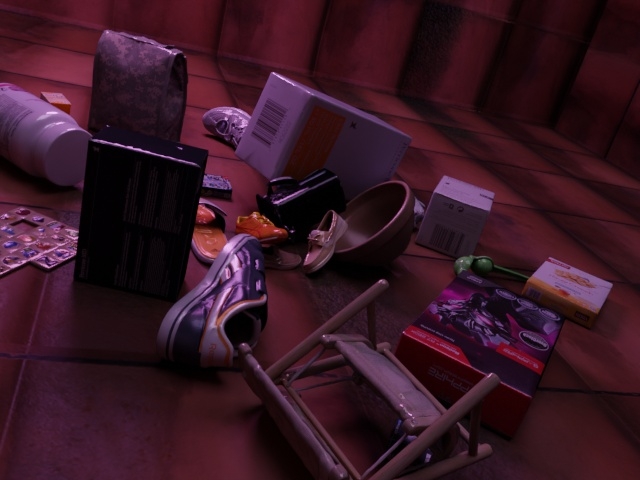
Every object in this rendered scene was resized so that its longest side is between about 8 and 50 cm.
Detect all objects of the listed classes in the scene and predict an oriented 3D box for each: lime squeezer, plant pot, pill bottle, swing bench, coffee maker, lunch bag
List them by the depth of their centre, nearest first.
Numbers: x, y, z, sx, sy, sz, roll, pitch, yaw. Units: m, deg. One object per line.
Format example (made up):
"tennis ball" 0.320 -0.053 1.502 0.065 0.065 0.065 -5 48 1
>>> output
"swing bench" 0.059 0.220 0.884 0.254 0.165 0.253 -24 41 -21
"plant pot" 0.126 -0.018 1.471 0.110 0.237 0.237 52 12 -23
"pill bottle" -0.648 -0.237 1.472 0.283 0.160 0.160 29 27 27
"coffee maker" -0.032 -0.075 1.494 0.178 0.120 0.171 -27 56 -18
"lime squeezer" 0.388 0.076 1.553 0.310 0.059 0.110 -7 32 -43
"lunch bag" -0.504 -0.428 1.825 0.235 0.287 0.169 20 24 11

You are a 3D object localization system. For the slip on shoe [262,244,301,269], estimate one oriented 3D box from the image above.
"slip on shoe" -0.100 0.031 1.365 0.135 0.041 0.051 3 26 -26

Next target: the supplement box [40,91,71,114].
"supplement box" -0.778 -0.402 1.908 0.062 0.036 0.098 -4 30 -38

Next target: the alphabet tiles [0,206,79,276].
"alphabet tiles" -0.551 0.005 1.187 0.198 0.009 0.237 21 25 12

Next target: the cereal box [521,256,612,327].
"cereal box" 0.610 0.121 1.599 0.173 0.047 0.240 26 26 23

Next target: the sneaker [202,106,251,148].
"sneaker" -0.244 -0.334 2.001 0.281 0.105 0.115 21 24 12

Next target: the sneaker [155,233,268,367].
"sneaker" -0.140 0.104 1.084 0.127 0.126 0.321 16 34 11

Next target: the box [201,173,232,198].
"box" -0.296 -0.143 1.645 0.137 0.027 0.094 6 24 -20

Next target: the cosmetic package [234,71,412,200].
"cosmetic package" 0.022 -0.246 1.695 0.161 0.230 0.453 36 17 34

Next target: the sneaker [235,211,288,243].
"sneaker" -0.131 -0.025 1.372 0.064 0.067 0.175 0 5 -41

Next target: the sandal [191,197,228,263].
"sandal" -0.242 -0.040 1.392 0.102 0.076 0.265 2 27 -29

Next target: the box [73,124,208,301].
"box" -0.311 -0.045 1.129 0.184 0.261 0.103 13 24 -8

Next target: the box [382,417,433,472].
"box" 0.132 0.300 0.946 0.067 0.018 0.083 21 24 13

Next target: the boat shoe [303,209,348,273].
"boat shoe" 0.000 0.000 1.407 0.063 0.059 0.170 -17 30 40

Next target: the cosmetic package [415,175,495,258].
"cosmetic package" 0.357 -0.061 1.714 0.151 0.151 0.184 21 24 10

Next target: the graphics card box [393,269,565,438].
"graphics card box" 0.304 0.189 1.207 0.233 0.094 0.371 25 24 21

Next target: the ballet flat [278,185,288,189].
"ballet flat" -0.078 -0.137 1.719 0.067 0.073 0.206 19 25 -14

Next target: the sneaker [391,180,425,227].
"sneaker" 0.214 -0.081 1.734 0.129 0.111 0.297 25 26 7
